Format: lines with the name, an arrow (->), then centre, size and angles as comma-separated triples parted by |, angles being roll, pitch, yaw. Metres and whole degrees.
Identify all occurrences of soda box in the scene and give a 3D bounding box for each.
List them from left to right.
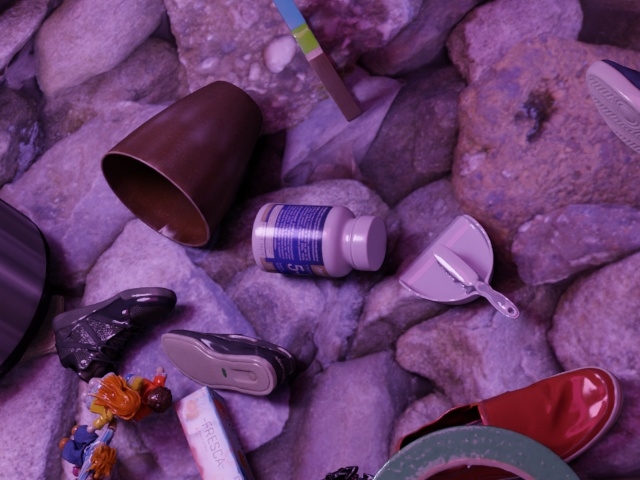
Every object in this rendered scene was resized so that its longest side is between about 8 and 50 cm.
soda box -> -0.154, 0.311, 1.841 | 0.063, 0.058, 0.183 | -30, 59, 7

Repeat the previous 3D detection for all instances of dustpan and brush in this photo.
dustpan and brush -> 0.220, 0.057, 1.808 | 0.147, 0.060, 0.211 | -45, 58, -3

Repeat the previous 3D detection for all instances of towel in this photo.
towel -> -0.497, 0.151, 2.079 | 0.148, 0.027, 0.110 | -15, 60, 16

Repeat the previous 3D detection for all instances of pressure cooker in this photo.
pressure cooker -> -0.686, 0.027, 1.967 | 0.370, 0.420, 0.375 | -16, 56, 24

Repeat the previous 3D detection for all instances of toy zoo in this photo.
toy zoo -> -0.034, -0.349, 2.033 | 0.030, 0.192, 0.293 | -32, 57, 5

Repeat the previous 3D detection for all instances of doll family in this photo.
doll family -> -0.327, 0.290, 1.850 | 0.163, 0.118, 0.263 | 6, 66, 60

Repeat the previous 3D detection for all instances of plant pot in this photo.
plant pot -> -0.203, -0.145, 2.015 | 0.215, 0.215, 0.230 | 21, 61, 29

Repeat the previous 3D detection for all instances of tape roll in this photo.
tape roll -> 0.200, 0.397, 1.576 | 0.321, 0.077, 0.321 | -1, 81, 6

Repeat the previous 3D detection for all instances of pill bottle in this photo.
pill bottle -> 0.000, 0.000, 1.897 | 0.187, 0.112, 0.112 | 3, 67, 24

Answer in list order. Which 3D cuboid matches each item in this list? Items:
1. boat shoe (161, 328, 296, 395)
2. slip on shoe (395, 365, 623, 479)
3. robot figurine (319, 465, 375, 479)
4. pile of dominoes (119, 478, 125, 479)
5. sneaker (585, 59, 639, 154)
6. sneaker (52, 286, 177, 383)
boat shoe -> -0.145, 0.179, 1.905 | 0.233, 0.084, 0.079 | 10, 32, 33
slip on shoe -> 0.252, 0.258, 1.675 | 0.331, 0.101, 0.123 | -22, 58, 10
robot figurine -> -0.011, 0.427, 1.711 | 0.291, 0.085, 0.211 | -10, 63, 18
pile of dominoes -> -0.266, 0.493, 1.827 | 0.196, 0.040, 0.251 | 24, 84, 29
sneaker -> 0.544, -0.174, 1.759 | 0.148, 0.131, 0.350 | -44, 63, -10
sneaker -> -0.324, 0.155, 1.973 | 0.228, 0.087, 0.130 | -20, 62, 16
